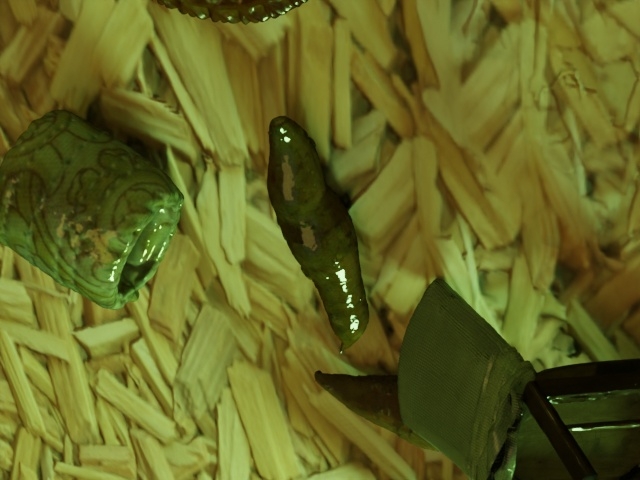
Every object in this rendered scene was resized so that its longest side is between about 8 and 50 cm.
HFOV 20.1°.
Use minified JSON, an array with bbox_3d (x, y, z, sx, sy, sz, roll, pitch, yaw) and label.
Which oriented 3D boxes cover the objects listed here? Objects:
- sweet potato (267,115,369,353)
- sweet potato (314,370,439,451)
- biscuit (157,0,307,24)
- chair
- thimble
[{"bbox_3d":[0.000,0.000,1.596,0.067,0.067,0.274,7,132,32],"label":"sweet potato"},{"bbox_3d":[0.084,0.156,1.691,0.206,0.060,0.068,14,98,27],"label":"sweet potato"},{"bbox_3d":[-0.114,-0.297,1.413,0.305,0.038,0.305,20,137,20],"label":"biscuit"},{"bbox_3d":[0.206,0.165,1.522,0.319,0.186,0.160,-126,39,-59],"label":"chair"},{"bbox_3d":[-0.219,-0.021,1.679,0.143,0.137,0.190,31,151,8],"label":"thimble"}]
